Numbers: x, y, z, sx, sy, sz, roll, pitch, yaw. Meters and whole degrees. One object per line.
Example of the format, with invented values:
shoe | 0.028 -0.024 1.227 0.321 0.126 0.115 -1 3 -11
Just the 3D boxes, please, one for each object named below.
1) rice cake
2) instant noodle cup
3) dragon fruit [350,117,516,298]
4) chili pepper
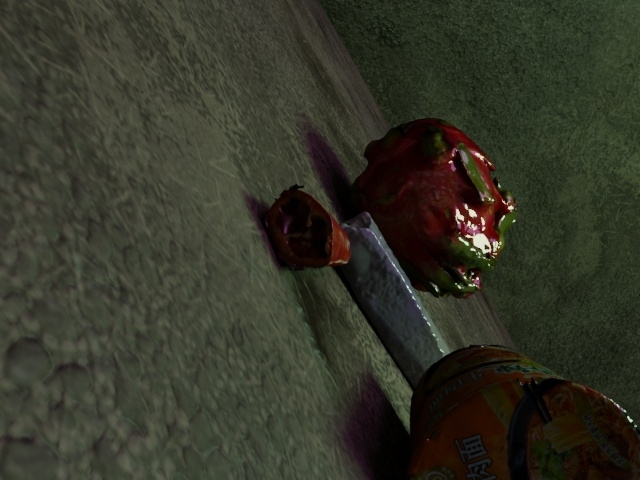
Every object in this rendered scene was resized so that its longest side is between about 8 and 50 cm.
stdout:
rice cake | 0.123 0.125 0.904 0.399 0.070 0.064 57 11 -18
instant noodle cup | 0.188 0.217 0.696 0.230 0.230 0.182 60 5 -8
dragon fruit | 0.177 -0.053 1.084 0.237 0.231 0.303 26 31 -53
chili pepper | 0.004 0.002 0.745 0.088 0.065 0.169 67 12 16
